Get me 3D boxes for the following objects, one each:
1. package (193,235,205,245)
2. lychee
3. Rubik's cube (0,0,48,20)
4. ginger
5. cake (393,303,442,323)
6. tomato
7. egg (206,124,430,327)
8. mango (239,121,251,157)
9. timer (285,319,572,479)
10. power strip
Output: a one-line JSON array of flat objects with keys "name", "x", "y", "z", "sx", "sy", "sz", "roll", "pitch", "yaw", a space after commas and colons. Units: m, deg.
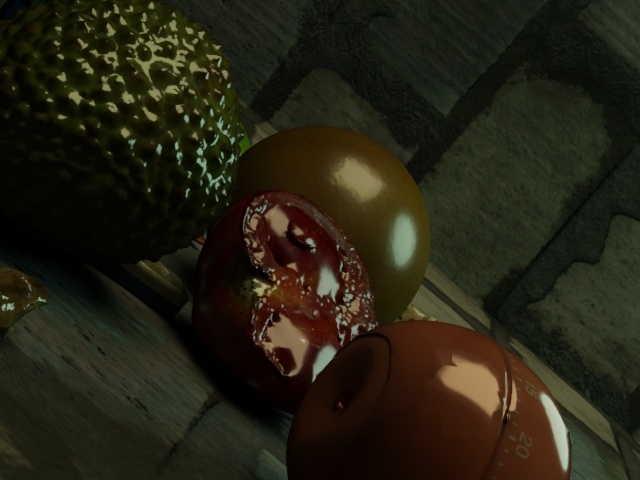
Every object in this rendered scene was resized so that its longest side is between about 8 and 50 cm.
[{"name": "package", "x": -0.200, "y": -0.058, "z": 2.198, "sx": 0.083, "sy": 0.022, "sz": 0.200, "roll": 35, "pitch": 9, "yaw": -32}, {"name": "lychee", "x": -0.199, "y": -0.102, "z": 1.625, "sx": 0.320, "sy": 0.270, "sz": 0.270, "roll": -21, "pitch": 53, "yaw": -37}, {"name": "Rubik's cube", "x": -0.364, "y": -0.284, "z": 2.088, "sx": 0.182, "sy": 0.187, "sz": 0.184, "roll": 40, "pitch": 5, "yaw": -2}, {"name": "ginger", "x": -0.255, "y": 0.046, "z": 1.303, "sx": 0.137, "sy": 0.044, "sz": 0.057, "roll": 6, "pitch": 78, "yaw": -62}, {"name": "cake", "x": 0.124, "y": 0.153, "z": 2.166, "sx": 0.112, "sy": 0.135, "sz": 0.246, "roll": 42, "pitch": 8, "yaw": 20}, {"name": "tomato", "x": -0.047, "y": 0.076, "z": 1.771, "sx": 0.200, "sy": 0.140, "sz": 0.233, "roll": 23, "pitch": 53, "yaw": -42}, {"name": "egg", "x": 0.000, "y": 0.000, "z": 2.005, "sx": 0.250, "sy": 0.250, "sz": 0.322, "roll": 42, "pitch": -4, "yaw": 12}, {"name": "mango", "x": -0.208, "y": -0.179, "z": 2.328, "sx": 0.343, "sy": 0.156, "sz": 0.192, "roll": 44, "pitch": 7, "yaw": 29}, {"name": "timer", "x": 0.093, "y": 0.186, "z": 1.487, "sx": 0.215, "sy": 0.229, "sz": 0.229, "roll": 38, "pitch": 8, "yaw": -20}, {"name": "power strip", "x": -0.186, "y": 0.027, "z": 1.761, "sx": 0.123, "sy": 0.032, "sz": 0.056, "roll": 38, "pitch": 9, "yaw": -22}]
